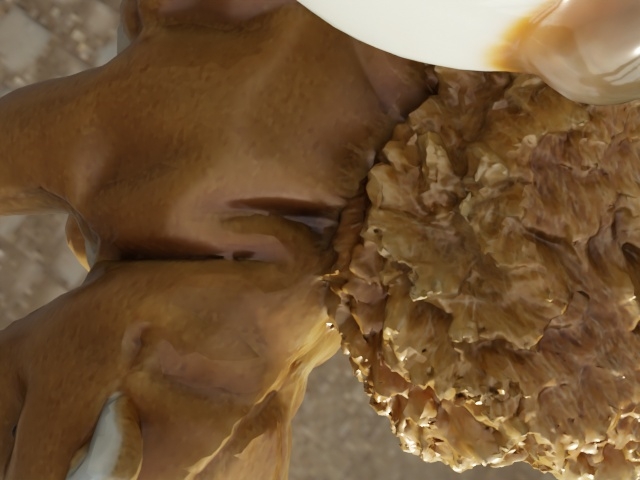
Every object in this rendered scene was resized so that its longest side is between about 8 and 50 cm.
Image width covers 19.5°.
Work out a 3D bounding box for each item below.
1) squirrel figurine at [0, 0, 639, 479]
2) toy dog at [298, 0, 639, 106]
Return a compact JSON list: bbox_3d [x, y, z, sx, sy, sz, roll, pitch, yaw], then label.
[{"bbox_3d":[0.000,0.000,0.904,0.281,0.397,0.370,61,41,-53],"label":"squirrel figurine"},{"bbox_3d":[0.094,-0.250,0.612,0.408,0.284,0.395,-57,172,-17],"label":"toy dog"}]
